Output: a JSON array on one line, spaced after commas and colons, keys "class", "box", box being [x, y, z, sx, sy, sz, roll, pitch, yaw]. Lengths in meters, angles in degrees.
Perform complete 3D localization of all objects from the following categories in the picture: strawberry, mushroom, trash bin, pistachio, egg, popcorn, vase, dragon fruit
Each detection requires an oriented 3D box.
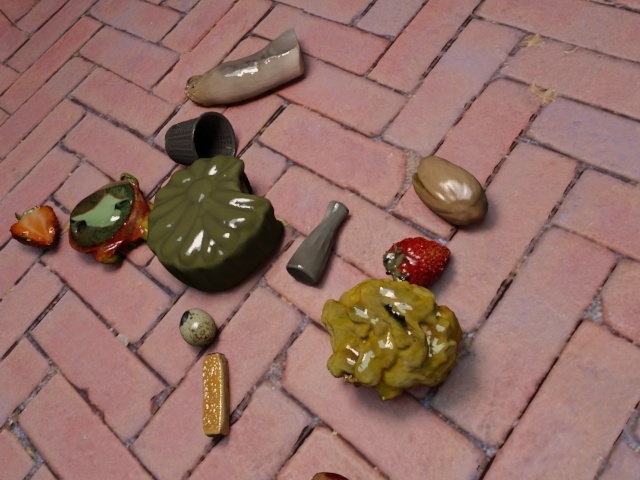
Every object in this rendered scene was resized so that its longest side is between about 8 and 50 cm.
[{"class": "strawberry", "box": [0.215, 0.051, 1.251, 0.131, 0.148, 0.131, 0, 90, 52]}, {"class": "mushroom", "box": [-0.239, -0.511, 1.719, 0.396, 0.126, 0.178, -22, 47, 7]}, {"class": "trash bin", "box": [-0.359, -0.280, 1.617, 0.160, 0.175, 0.176, 4, 62, 36]}, {"class": "pistachio", "box": [0.301, -0.122, 1.310, 0.135, 0.136, 0.226, -37, 49, -3]}, {"class": "egg", "box": [-0.300, 0.209, 1.351, 0.085, 0.085, 0.110, -39, 53, -5]}, {"class": "strawberry", "box": [-0.850, -0.033, 1.686, 0.192, 0.085, 0.141, 6, 56, 16]}, {"class": "popcorn", "box": [0.135, 0.198, 1.132, 0.286, 0.215, 0.252, 15, 100, 28]}, {"class": "vase", "box": [0.000, 0.000, 1.370, 0.086, 0.086, 0.214, 17, 64, 27]}, {"class": "dragon fruit", "box": [-0.603, -0.060, 1.593, 0.294, 0.130, 0.269, 4, 58, 22]}]

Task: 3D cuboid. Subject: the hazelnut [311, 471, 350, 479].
[{"class": "hazelnut", "box": [0.016, 0.519, 1.039, 0.143, 0.143, 0.154, 21, 54, 28]}]

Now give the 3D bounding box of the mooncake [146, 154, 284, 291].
[{"class": "mooncake", "box": [-0.282, -0.049, 1.435, 0.350, 0.187, 0.352, -8, 62, 14]}]

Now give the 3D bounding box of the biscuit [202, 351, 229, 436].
[{"class": "biscuit", "box": [-0.236, 0.351, 1.265, 0.052, 0.056, 0.188, -13, 57, 10]}]
